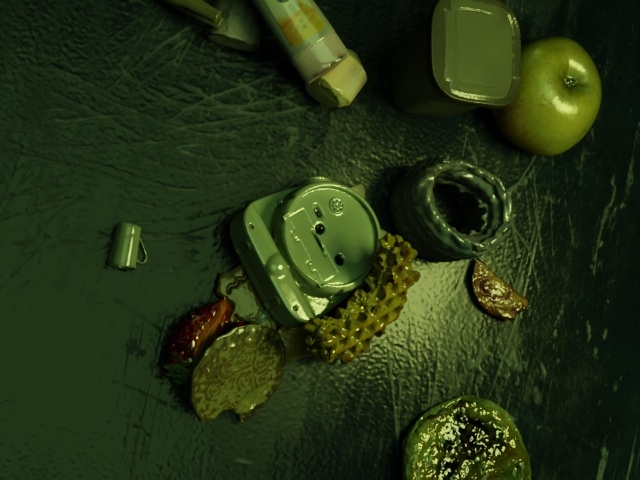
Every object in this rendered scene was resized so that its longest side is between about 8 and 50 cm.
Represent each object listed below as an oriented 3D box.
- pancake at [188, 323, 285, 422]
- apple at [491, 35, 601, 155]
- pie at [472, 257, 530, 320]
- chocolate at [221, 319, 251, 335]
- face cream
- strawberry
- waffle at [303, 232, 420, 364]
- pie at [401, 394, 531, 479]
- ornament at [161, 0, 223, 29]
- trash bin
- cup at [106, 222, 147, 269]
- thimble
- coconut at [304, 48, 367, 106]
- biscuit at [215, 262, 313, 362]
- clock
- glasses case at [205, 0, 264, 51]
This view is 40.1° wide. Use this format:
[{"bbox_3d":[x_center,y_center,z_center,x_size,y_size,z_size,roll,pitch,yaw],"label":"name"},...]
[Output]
[{"bbox_3d":[-0.155,0.258,1.678,0.235,0.029,0.211,25,91,-48],"label":"pancake"},{"bbox_3d":[0.499,-0.320,1.935,0.261,0.194,0.260,3,81,-18],"label":"apple"},{"bbox_3d":[0.392,0.120,1.941,0.170,0.034,0.092,35,71,-14],"label":"pie"},{"bbox_3d":[-0.176,0.243,1.702,0.086,0.028,0.182,13,94,-52],"label":"chocolate"},{"bbox_3d":[-0.057,-0.444,1.715,0.107,0.073,0.269,-34,98,1],"label":"face cream"},{"bbox_3d":[-0.242,0.194,1.672,0.085,0.140,0.192,16,98,21],"label":"strawberry"},{"bbox_3d":[0.095,0.134,1.732,0.069,0.260,0.293,39,82,27],"label":"waffle"},{"bbox_3d":[0.313,0.481,1.862,0.323,0.070,0.323,3,82,-20],"label":"pie"},{"bbox_3d":[-0.254,-0.571,1.748,0.245,0.061,0.230,29,83,9],"label":"ornament"},{"bbox_3d":[0.272,-0.365,1.829,0.219,0.250,0.219,5,83,-20],"label":"trash bin"},{"bbox_3d":[-0.364,0.013,1.675,0.075,0.054,0.083,12,79,-17],"label":"cup"},{"bbox_3d":[0.277,-0.068,1.847,0.205,0.172,0.236,-44,98,-21],"label":"thimble"},{"bbox_3d":[0.035,-0.345,1.820,0.116,0.116,0.122,39,74,-12],"label":"coconut"},{"bbox_3d":[-0.097,0.143,1.767,0.184,0.035,0.248,-37,98,-18],"label":"biscuit"},{"bbox_3d":[0.000,0.000,1.758,0.324,0.109,0.265,-30,90,-28],"label":"clock"},{"bbox_3d":[-0.153,-0.543,1.797,0.114,0.060,0.299,13,81,-13],"label":"glasses case"}]
